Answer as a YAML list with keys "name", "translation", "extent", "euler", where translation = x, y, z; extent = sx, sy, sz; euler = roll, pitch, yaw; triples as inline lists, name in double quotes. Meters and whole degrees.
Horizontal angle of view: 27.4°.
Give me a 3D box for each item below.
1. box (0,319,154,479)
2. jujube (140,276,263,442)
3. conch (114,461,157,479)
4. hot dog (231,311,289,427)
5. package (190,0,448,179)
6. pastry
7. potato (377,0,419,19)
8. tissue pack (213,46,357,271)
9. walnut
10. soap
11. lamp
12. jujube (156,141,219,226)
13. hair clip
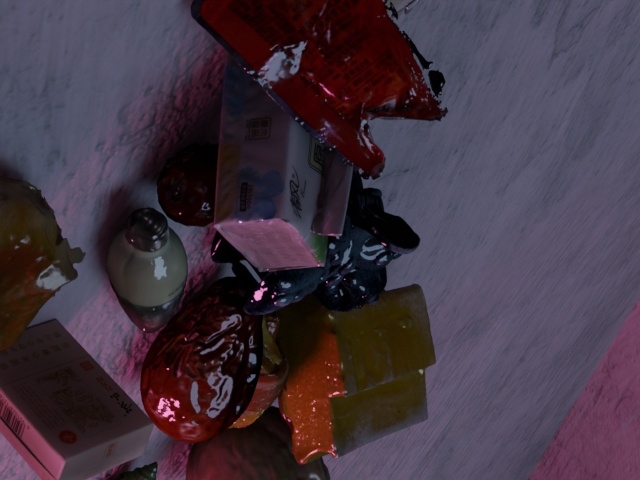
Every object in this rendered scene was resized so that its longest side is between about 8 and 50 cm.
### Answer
- name: "box"
  translation: [-0.311, 0.189, 1.536]
  extent: [0.141, 0.201, 0.058]
  euler: [-19, 141, -47]
- name: "jujube"
  translation: [-0.155, 0.164, 1.809]
  extent: [0.168, 0.168, 0.236]
  euler: [-6, 128, -55]
- name: "conch"
  translation: [-0.317, 0.416, 2.039]
  extent: [0.201, 0.079, 0.095]
  euler: [-37, 174, 23]
- name: "hot dog"
  translation: [-0.094, 0.185, 1.968]
  extent: [0.093, 0.123, 0.261]
  euler: [-3, 138, -22]
- name: "package"
  translation: [0.014, -0.203, 1.397]
  extent: [0.194, 0.269, 0.071]
  euler: [-44, -165, -25]
- name: "pastry"
  translation: [-0.367, 0.045, 1.318]
  extent: [0.257, 0.121, 0.236]
  euler: [-38, 155, -14]
- name: "potato"
  translation: [0.064, -0.293, 1.553]
  extent: [0.122, 0.061, 0.086]
  euler: [-37, 154, -22]
- name: "tissue pack"
  translation: [-0.025, -0.099, 1.471]
  extent: [0.159, 0.145, 0.229]
  euler: [51, 40, -63]
- name: "walnut"
  translation: [-0.106, 0.384, 2.133]
  extent: [0.248, 0.248, 0.248]
  euler: [-36, 154, -21]
- name: "soap"
  translation: [0.058, 0.205, 2.107]
  extent: [0.281, 0.143, 0.259]
  euler: [-13, 99, -55]
- name: "lamp"
  translation: [-0.210, 0.041, 1.591]
  extent: [0.101, 0.101, 0.250]
  euler: [-34, 159, -25]
- name: "jujube"
  translation: [-0.134, -0.068, 1.553]
  extent: [0.104, 0.104, 0.166]
  euler: [-54, 168, 19]
- name: "hair clip"
  translation: [0.002, -0.004, 1.791]
  extent: [0.206, 0.194, 0.310]
  euler: [-42, 161, 21]
